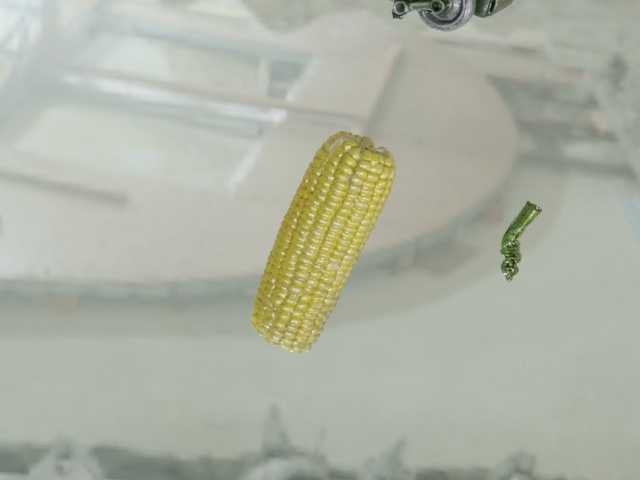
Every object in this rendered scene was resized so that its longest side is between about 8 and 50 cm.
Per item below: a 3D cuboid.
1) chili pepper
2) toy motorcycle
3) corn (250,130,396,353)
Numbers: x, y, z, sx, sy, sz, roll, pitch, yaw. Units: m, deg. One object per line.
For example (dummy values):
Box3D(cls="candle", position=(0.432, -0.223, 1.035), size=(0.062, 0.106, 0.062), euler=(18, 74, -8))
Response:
Box3D(cls="chili pepper", position=(0.194, 0.000, 1.772), size=(0.027, 0.083, 0.022), euler=(18, -174, -6))
Box3D(cls="toy motorcycle", position=(0.126, -0.354, 2.242), size=(0.275, 0.127, 0.205), euler=(28, -153, 15))
Box3D(cls="corn", position=(0.000, 0.000, 1.907), size=(0.093, 0.244, 0.093), euler=(23, -164, -7))
